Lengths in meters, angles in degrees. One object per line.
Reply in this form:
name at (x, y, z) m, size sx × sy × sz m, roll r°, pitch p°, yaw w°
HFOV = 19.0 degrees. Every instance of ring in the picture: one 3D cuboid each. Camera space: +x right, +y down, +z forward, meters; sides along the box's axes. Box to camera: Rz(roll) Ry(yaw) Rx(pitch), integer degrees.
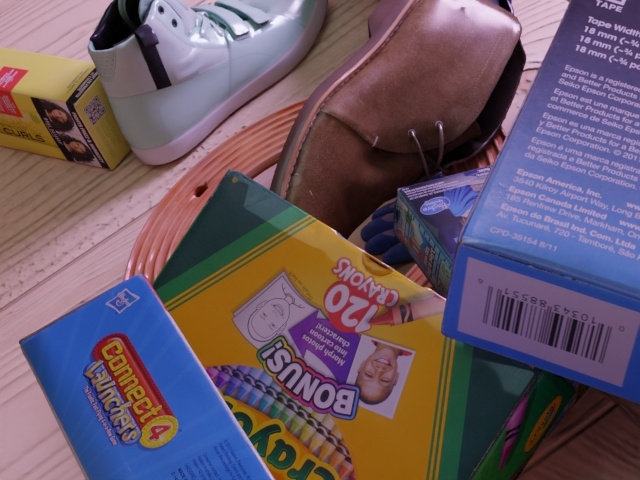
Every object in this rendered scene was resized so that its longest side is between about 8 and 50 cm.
ring at (0.000, 0.000, 1.499) m, size 0.336 × 0.032 × 0.336 m, roll -17°, pitch 40°, yaw 15°

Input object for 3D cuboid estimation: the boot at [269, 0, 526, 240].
boot at (0.056, -0.077, 1.450) m, size 0.115 × 0.112 × 0.305 m, roll 23°, pitch 64°, yaw 20°

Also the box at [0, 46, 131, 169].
box at (-0.275, -0.130, 1.792) m, size 0.232 × 0.087 × 0.058 m, roll 14°, pitch 54°, yaw 39°

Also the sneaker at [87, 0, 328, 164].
sneaker at (-0.099, -0.202, 1.720) m, size 0.094 × 0.151 × 0.256 m, roll 17°, pitch 54°, yaw 43°

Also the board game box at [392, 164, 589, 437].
board game box at (0.173, 0.032, 1.341) m, size 0.194 × 0.060 × 0.194 m, roll -14°, pitch 60°, yaw -10°

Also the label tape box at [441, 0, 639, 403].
label tape box at (0.249, -0.049, 1.228) m, size 0.240 × 0.106 × 0.333 m, roll 19°, pitch 52°, yaw 12°

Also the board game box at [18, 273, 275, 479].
board game box at (-0.030, 0.217, 1.082) m, size 0.086 × 0.302 × 0.308 m, roll -31°, pitch 39°, yaw -6°

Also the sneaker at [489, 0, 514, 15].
sneaker at (0.107, -0.257, 1.684) m, size 0.127 × 0.126 × 0.321 m, roll -35°, pitch 37°, yaw -2°

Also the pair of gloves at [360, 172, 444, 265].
pair of gloves at (0.102, 0.011, 1.466) m, size 0.159 × 0.023 × 0.198 m, roll -13°, pitch 41°, yaw 16°

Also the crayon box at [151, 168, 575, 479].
crayon box at (0.009, 0.091, 1.281) m, size 0.278 × 0.081 × 0.165 m, roll 32°, pitch 87°, yaw 28°
